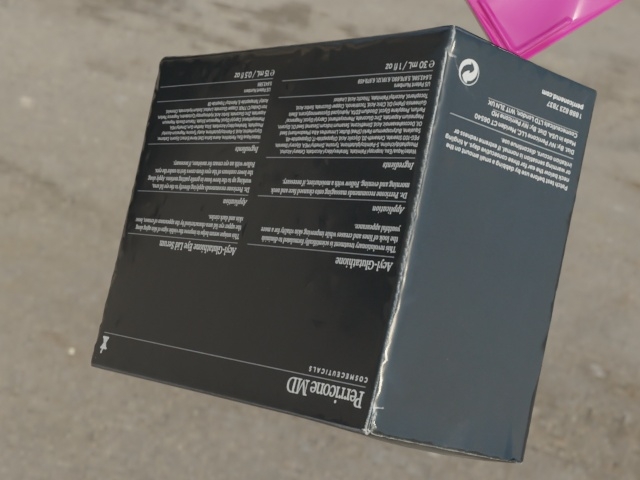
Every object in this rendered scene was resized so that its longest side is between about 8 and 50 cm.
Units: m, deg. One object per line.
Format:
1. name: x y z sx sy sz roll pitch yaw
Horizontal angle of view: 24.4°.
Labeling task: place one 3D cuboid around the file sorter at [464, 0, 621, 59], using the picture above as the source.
1. file sorter: 0.121 -0.286 0.947 0.291 0.202 0.182 58 4 -5

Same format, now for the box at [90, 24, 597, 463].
1. box: 0.000 0.000 0.762 0.103 0.184 0.261 19 -8 -35
